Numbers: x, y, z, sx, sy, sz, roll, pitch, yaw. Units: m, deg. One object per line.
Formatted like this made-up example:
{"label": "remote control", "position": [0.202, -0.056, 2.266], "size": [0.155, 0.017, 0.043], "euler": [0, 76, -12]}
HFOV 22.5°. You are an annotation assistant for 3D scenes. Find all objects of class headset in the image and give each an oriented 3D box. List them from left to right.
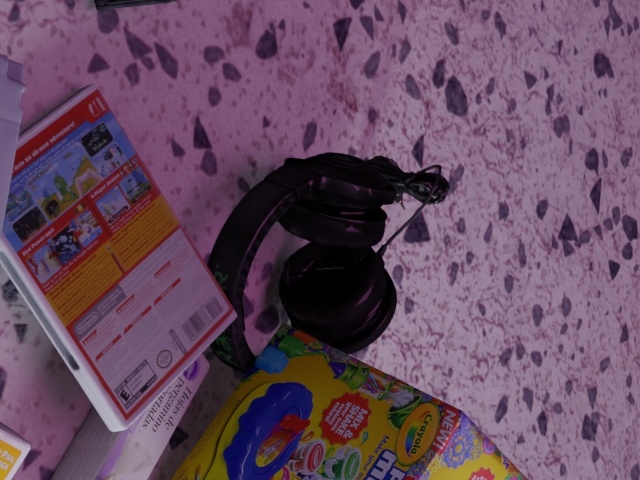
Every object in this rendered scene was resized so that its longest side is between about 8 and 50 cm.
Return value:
{"label": "headset", "position": [0.000, 0.000, 1.847], "size": [0.394, 0.185, 0.243], "euler": [-29, 129, -39]}

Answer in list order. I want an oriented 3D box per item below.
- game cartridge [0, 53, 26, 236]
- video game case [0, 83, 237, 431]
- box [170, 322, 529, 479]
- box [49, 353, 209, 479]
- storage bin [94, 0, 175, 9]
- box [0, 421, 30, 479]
{"label": "game cartridge", "position": [-0.363, -0.039, 1.382], "size": [0.196, 0.060, 0.294], "euler": [20, 75, -47]}
{"label": "video game case", "position": [-0.212, 0.014, 1.576], "size": [0.204, 0.025, 0.285], "euler": [-45, 111, -44]}
{"label": "box", "position": [0.010, 0.284, 1.660], "size": [0.290, 0.279, 0.177], "euler": [-55, 135, -13]}
{"label": "box", "position": [-0.215, 0.229, 1.596], "size": [0.063, 0.067, 0.324], "euler": [56, 47, -36]}
{"label": "storage bin", "position": [-0.147, -0.303, 1.640], "size": [0.180, 0.122, 0.084], "euler": [-37, 119, -47]}
{"label": "box", "position": [-0.353, 0.216, 1.326], "size": [0.203, 0.103, 0.114], "euler": [-58, 137, -9]}
